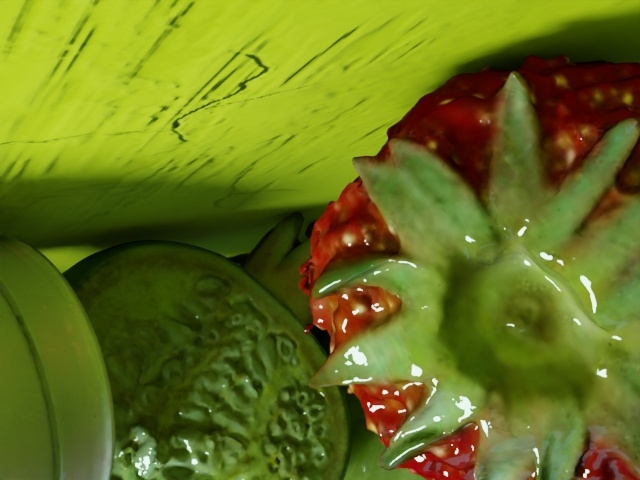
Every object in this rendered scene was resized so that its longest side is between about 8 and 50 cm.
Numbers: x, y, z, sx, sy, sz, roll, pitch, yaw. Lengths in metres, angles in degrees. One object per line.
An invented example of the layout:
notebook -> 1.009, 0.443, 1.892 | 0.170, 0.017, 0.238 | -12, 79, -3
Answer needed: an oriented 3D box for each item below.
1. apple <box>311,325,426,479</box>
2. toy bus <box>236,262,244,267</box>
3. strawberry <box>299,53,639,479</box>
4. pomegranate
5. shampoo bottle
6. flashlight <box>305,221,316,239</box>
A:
apple -> 0.190, 0.168, 1.156 | 0.474, 0.473, 0.473 | -11, 172, -2
toy bus -> -0.052, 0.093, 1.307 | 0.116, 0.133, 0.234 | -16, 167, 39
strawberry -> 0.141, 0.013, 0.687 | 0.292, 0.292, 0.343 | -13, -173, 14
pomegranate -> -0.112, 0.133, 0.968 | 0.358, 0.310, 0.216 | -50, 179, -31
shampoo bottle -> -0.300, 0.127, 0.704 | 0.273, 0.273, 0.266 | -19, 179, 45
flashlight -> 0.000, 0.000, 1.118 | 0.031, 0.052, 0.110 | 23, 172, 13
